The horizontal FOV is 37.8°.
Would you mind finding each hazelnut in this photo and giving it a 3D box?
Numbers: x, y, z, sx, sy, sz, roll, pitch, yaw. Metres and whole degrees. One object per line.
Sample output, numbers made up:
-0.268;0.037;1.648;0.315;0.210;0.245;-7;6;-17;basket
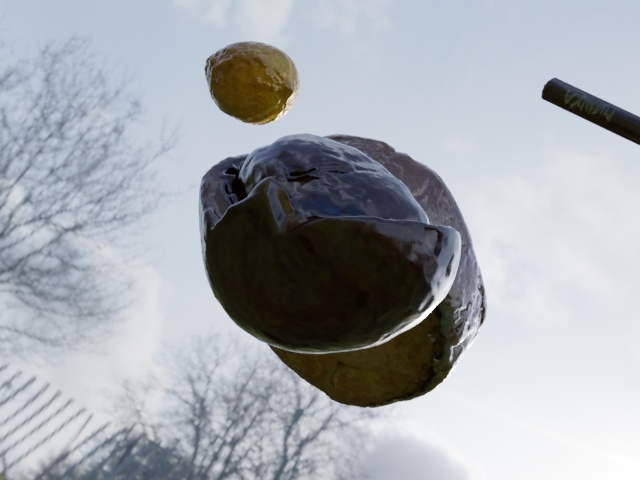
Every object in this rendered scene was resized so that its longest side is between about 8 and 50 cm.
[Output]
0.005;0.000;0.686;0.201;0.170;0.161;-4;-74;36;hazelnut

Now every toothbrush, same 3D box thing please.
0.494;-0.157;1.402;0.364;0.041;0.041;32;-29;25;toothbrush

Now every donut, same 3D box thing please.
0.043;0.037;1.090;0.317;0.150;0.299;32;-60;7;donut

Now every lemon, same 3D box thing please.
-0.120;-0.269;1.590;0.187;0.142;0.142;20;-33;26;lemon
